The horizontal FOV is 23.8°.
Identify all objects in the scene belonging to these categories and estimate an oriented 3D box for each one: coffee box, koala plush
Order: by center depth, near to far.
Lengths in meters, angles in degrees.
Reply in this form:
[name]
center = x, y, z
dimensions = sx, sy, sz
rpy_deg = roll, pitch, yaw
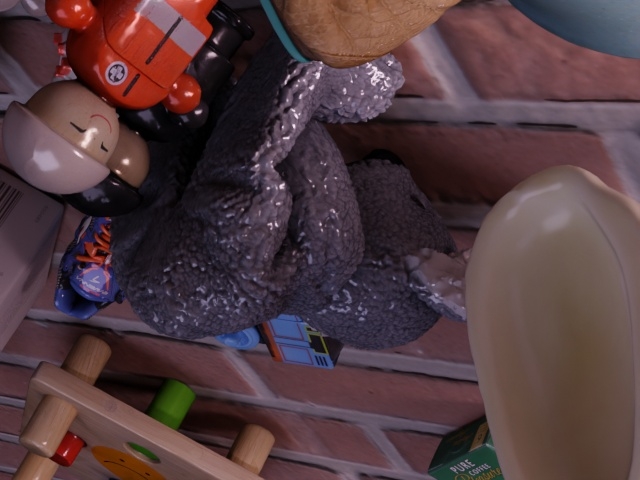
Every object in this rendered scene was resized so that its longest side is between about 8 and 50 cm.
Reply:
[koala plush]
center = 0.000, 0.000, 0.956
dimensions = 0.221, 0.203, 0.196
rpy_deg = 31, 155, -32
[coffee box]
center = 0.193, 0.213, 1.271
dimensions = 0.184, 0.040, 0.113
rpy_deg = 31, 151, -7

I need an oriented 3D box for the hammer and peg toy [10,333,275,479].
[hammer and peg toy]
center = -0.232, 0.199, 1.534
dimensions = 0.361, 0.127, 0.266
rpy_deg = 28, 154, 0

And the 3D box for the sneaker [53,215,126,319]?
[sneaker]
center = -0.156, 0.007, 1.187
dimensions = 0.083, 0.087, 0.221
rpy_deg = 30, 152, -6

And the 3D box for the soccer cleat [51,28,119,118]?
[soccer cleat]
center = -0.145, -0.109, 1.022
dimensions = 0.076, 0.068, 0.196
rpy_deg = 5, 150, -18

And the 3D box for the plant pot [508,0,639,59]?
[plant pot]
center = 0.095, -0.192, 0.473
dimensions = 0.272, 0.271, 0.255
rpy_deg = 12, 162, 27

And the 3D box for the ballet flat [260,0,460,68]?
[ballet flat]
center = -0.023, -0.213, 0.698
dimensions = 0.124, 0.116, 0.342
rpy_deg = -14, 135, 24

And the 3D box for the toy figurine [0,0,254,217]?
[toy figurine]
center = -0.155, -0.120, 0.827
dimensions = 0.209, 0.148, 0.213
rpy_deg = 36, 179, 1

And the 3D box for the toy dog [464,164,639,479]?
[toy dog]
center = 0.316, 0.129, 0.705
dimensions = 0.285, 0.395, 0.408
rpy_deg = -20, 161, 38

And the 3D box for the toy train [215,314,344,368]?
[toy train]
center = -0.039, 0.021, 1.124
dimensions = 0.105, 0.080, 0.184
rpy_deg = 6, 144, 20

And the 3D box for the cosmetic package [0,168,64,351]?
[cosmetic package]
center = -0.329, 0.026, 1.301
dimensions = 0.151, 0.151, 0.183
rpy_deg = 30, 152, -1
